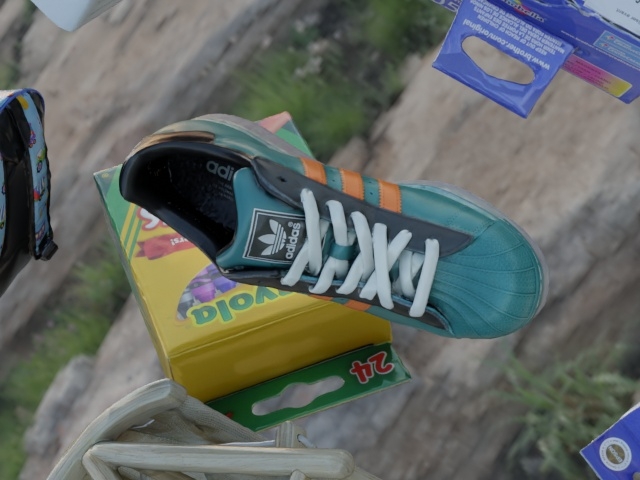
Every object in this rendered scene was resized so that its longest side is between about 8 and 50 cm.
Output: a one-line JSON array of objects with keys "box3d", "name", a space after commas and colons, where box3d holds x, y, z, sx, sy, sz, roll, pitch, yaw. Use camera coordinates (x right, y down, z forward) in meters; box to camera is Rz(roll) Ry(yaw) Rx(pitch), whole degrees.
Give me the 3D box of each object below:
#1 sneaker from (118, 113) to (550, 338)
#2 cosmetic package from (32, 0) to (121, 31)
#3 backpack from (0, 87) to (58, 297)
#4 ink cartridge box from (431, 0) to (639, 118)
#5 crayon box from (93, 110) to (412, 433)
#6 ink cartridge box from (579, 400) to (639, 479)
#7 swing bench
[{"box3d": [0.000, 0.000, 1.036, 0.302, 0.121, 0.108, 20, 110, 20], "name": "sneaker"}, {"box3d": [-0.128, -0.357, 1.037, 0.385, 0.217, 0.156, -51, -2, 39], "name": "cosmetic package"}, {"box3d": [-0.259, -0.031, 1.074, 0.158, 0.116, 0.173, -57, -15, -49], "name": "backpack"}, {"box3d": [0.233, -0.307, 1.350, 0.395, 0.270, 0.151, -62, 1, -14], "name": "ink cartridge box"}, {"box3d": [-0.066, 0.027, 1.385, 0.202, 0.081, 0.318, -19, 44, -11], "name": "crayon box"}, {"box3d": [0.462, 0.182, 1.614, 0.371, 0.176, 0.069, -34, -11, -22], "name": "ink cartridge box"}, {"box3d": [-0.027, 0.222, 1.093, 0.254, 0.253, 0.165, 18, 78, 46], "name": "swing bench"}]
